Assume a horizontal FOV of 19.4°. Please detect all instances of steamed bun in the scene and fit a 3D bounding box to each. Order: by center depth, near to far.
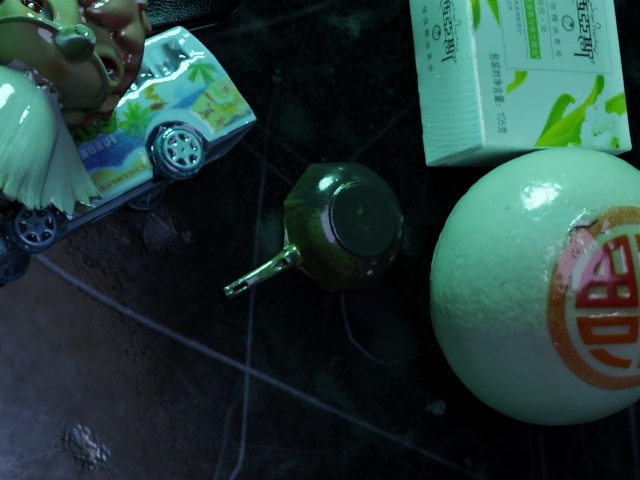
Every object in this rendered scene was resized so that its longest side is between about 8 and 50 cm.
[{"bbox_3d":[0.253,0.049,1.828,0.283,0.177,0.283,-4,99,-30],"label":"steamed bun"}]

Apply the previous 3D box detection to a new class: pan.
[{"bbox_3d":[0.011,0.011,1.797,0.128,0.048,0.202,42,62,-18],"label":"pan"}]

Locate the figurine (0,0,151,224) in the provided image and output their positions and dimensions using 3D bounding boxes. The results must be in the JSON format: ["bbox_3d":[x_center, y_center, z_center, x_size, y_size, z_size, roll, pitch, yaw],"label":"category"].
[{"bbox_3d":[-0.224,-0.145,1.530,0.207,0.166,0.387,38,58,-18],"label":"figurine"}]

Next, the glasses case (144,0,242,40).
[{"bbox_3d":[-0.206,-0.233,1.700,0.314,0.075,0.122,-17,88,-32],"label":"glasses case"}]

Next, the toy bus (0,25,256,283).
[{"bbox_3d":[-0.221,-0.069,1.645,0.330,0.109,0.136,-29,86,-32],"label":"toy bus"}]

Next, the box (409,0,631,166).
[{"bbox_3d":[0.200,-0.208,1.922,0.194,0.111,0.260,-2,79,-32],"label":"box"}]
